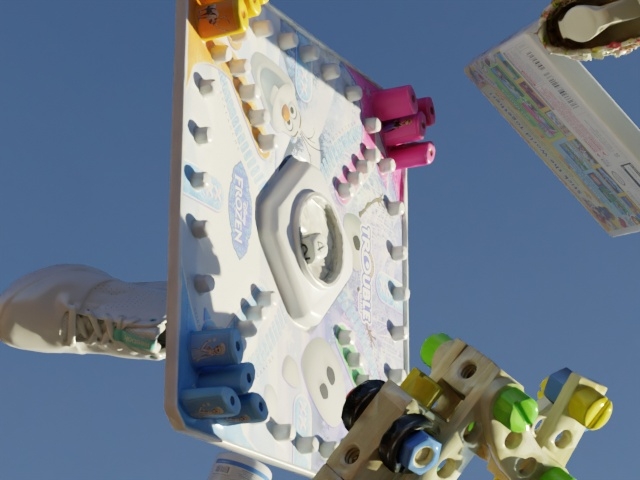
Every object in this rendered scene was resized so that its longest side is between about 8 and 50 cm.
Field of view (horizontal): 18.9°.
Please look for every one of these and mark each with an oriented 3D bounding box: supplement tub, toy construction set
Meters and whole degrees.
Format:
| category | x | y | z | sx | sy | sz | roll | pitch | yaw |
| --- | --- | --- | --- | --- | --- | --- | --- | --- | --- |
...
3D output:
| category | x | y | z | sx | sy | sz | roll | pitch | yaw |
| --- | --- | --- | --- | --- | --- | --- | --- | --- | --- |
| supplement tub | -0.103 | 0.301 | 2.184 | 0.071 | 0.107 | 0.071 | 18 | -22 | 7 |
| toy construction set | 0.084 | 0.214 | 1.475 | 0.151 | 0.327 | 0.215 | 15 | -16 | 47 |

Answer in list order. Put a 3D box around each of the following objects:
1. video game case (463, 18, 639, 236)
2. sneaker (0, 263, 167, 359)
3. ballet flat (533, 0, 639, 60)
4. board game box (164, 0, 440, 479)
| category | x | y | z | sx | sy | sz | roll | pitch | yaw |
| --- | --- | --- | --- | --- | --- | --- | --- | --- | --- |
| video game case | 0.242 | -0.100 | 1.806 | 0.227 | 0.026 | 0.206 | 47 | -12 | -5 |
| sneaker | -0.180 | 0.073 | 1.694 | 0.094 | 0.212 | 0.080 | 41 | -55 | 55 |
| ballet flat | 0.267 | -0.192 | 1.561 | 0.241 | 0.077 | 0.091 | -22 | -91 | 53 |
| board game box | 0.000 | 0.000 | 1.609 | 0.050 | 0.390 | 0.390 | -10 | -21 | 27 |
